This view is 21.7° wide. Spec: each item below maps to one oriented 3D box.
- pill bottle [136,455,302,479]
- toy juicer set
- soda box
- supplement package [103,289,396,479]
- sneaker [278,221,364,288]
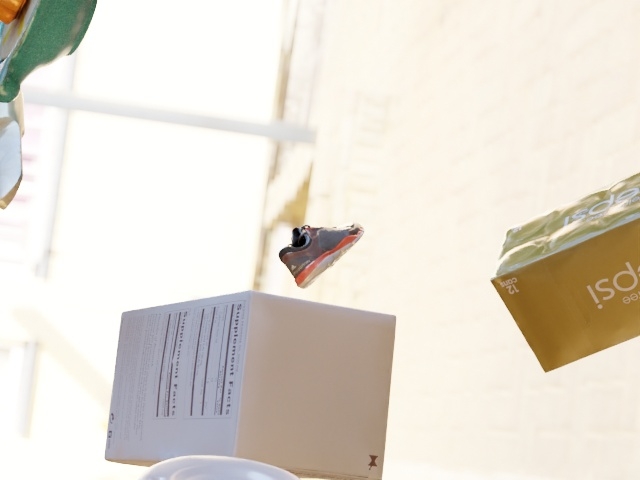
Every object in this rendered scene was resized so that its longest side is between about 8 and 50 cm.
[{"bbox_3d":[-0.064,0.233,0.970,0.108,0.108,0.193,-102,19,-75],"label":"pill bottle"},{"bbox_3d":[-0.250,-0.205,1.420,0.329,0.089,0.209,-67,23,4],"label":"toy juicer set"},{"bbox_3d":[0.174,-0.004,0.783,0.058,0.181,0.061,58,-154,-15],"label":"soda box"},{"bbox_3d":[-0.061,0.123,1.358,0.244,0.139,0.133,-11,71,59],"label":"supplement package"},{"bbox_3d":[0.000,0.000,1.986,0.061,0.065,0.158,-46,-3,30],"label":"sneaker"}]
